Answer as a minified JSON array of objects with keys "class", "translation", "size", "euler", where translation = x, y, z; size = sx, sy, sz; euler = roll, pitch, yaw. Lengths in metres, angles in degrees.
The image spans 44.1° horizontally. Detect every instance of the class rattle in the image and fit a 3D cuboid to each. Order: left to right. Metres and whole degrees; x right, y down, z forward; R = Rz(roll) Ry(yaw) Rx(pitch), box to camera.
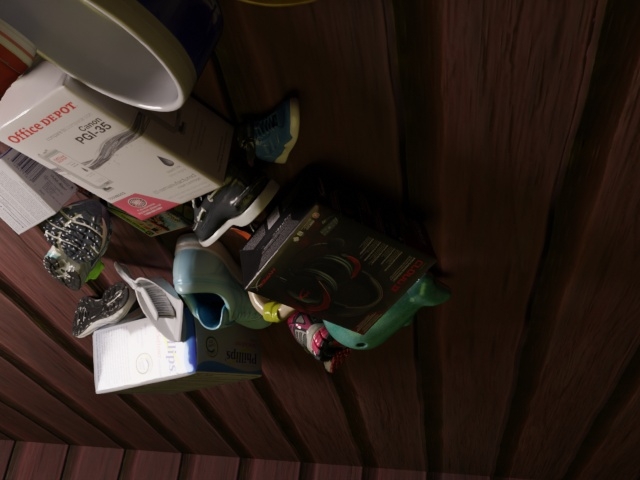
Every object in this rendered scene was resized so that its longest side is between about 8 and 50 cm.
[{"class":"rattle","translation":[-0.076,0.050,1.528],"size":[0.143,0.199,0.130],"euler":[-18,161,-32]}]

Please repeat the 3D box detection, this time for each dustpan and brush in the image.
[{"class":"dustpan and brush","translation":[-0.365,0.109,1.660],"size":[0.060,0.211,0.147],"euler":[-20,143,-29]}]

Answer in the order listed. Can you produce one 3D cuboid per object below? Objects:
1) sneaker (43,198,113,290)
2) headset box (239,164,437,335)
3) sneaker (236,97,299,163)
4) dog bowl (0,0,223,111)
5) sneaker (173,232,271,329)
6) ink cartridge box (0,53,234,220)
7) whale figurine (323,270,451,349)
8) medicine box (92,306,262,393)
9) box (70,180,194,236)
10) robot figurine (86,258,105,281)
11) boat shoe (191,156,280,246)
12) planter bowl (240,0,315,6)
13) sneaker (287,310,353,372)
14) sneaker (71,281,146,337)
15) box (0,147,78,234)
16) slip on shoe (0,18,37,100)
[{"class":"sneaker","translation":[-0.439,-0.019,1.467],"size":[0.110,0.122,0.283],"euler":[36,145,-8]},{"class":"headset box","translation":[0.041,0.030,1.379],"size":[0.293,0.110,0.218],"euler":[25,122,-29]},{"class":"sneaker","translation":[-0.082,-0.164,1.177],"size":[0.085,0.058,0.152],"euler":[4,159,-13]},{"class":"dog bowl","translation":[-0.247,-0.263,0.890],"size":[0.265,0.104,0.265],"euler":[25,166,7]},{"class":"sneaker","translation":[-0.209,0.133,1.655],"size":[0.135,0.150,0.366],"euler":[-6,149,24]},{"class":"ink cartridge box","translation":[-0.303,-0.162,1.167],"size":[0.207,0.117,0.283],"euler":[-18,143,38]},{"class":"whale figurine","translation":[0.127,0.141,1.605],"size":[0.272,0.141,0.216],"euler":[-16,144,33]},{"class":"medicine box","translation":[-0.327,0.263,1.830],"size":[0.289,0.149,0.263],"euler":[-16,163,25]},{"class":"box","translation":[-0.335,-0.078,1.414],"size":[0.114,0.036,0.207],"euler":[-14,145,33]},{"class":"robot figurine","translation":[-0.500,0.041,1.630],"size":[0.101,0.067,0.115],"euler":[37,179,34]},{"class":"boat shoe","translation":[-0.164,-0.069,1.331],"size":[0.091,0.114,0.302],"euler":[42,151,-12]},{"class":"planter bowl","translation":[-0.053,-0.348,0.799],"size":[0.217,0.090,0.217],"euler":[6,152,3]},{"class":"sneaker","translation":[0.013,0.221,1.832],"size":[0.112,0.121,0.299],"euler":[36,171,21]},{"class":"sneaker","translation":[-0.496,0.178,1.860],"size":[0.271,0.100,0.108],"euler":[-20,147,40]},{"class":"box","translation":[-0.509,-0.092,1.352],"size":[0.137,0.072,0.126],"euler":[-20,120,40]},{"class":"slip on shoe","translation":[-0.441,-0.223,1.001],"size":[0.123,0.101,0.331],"euler":[37,171,-28]}]
